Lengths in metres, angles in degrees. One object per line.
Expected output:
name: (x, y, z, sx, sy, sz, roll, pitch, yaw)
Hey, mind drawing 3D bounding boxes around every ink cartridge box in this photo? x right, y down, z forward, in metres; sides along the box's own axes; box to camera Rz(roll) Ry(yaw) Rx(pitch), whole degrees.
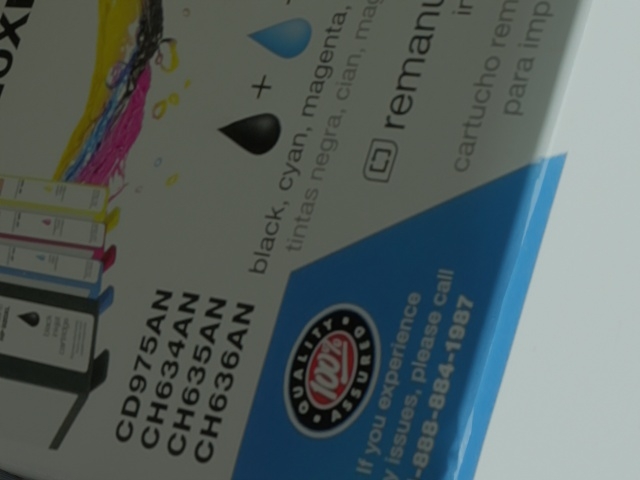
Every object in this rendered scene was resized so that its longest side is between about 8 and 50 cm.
ink cartridge box: (0.000, 0.000, 0.473, 0.168, 0.232, 0.171, 30, 74, -49)
